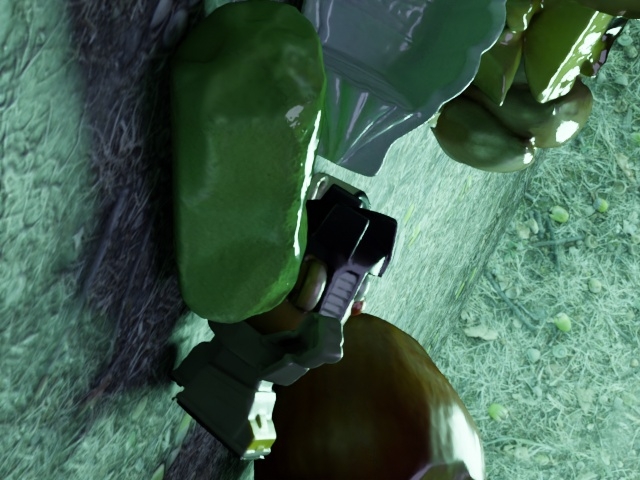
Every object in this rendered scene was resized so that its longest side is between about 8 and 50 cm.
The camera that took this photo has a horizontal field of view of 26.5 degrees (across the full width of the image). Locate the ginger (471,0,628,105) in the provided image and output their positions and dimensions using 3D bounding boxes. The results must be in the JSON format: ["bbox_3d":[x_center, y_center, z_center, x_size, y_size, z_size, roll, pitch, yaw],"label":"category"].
[{"bbox_3d":[0.238,-0.362,1.498,0.358,0.211,0.413,-163,-119,-84],"label":"ginger"}]

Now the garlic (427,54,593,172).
[{"bbox_3d":[0.271,-0.217,1.807,0.325,0.132,0.279,20,-92,60],"label":"garlic"}]

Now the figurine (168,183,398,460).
[{"bbox_3d":[-0.039,0.073,1.423,0.143,0.308,0.308,23,95,-35],"label":"figurine"}]

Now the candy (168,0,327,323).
[{"bbox_3d":[-0.068,-0.062,1.199,0.343,0.132,0.142,99,-20,-56],"label":"candy"}]

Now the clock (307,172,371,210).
[{"bbox_3d":[0.000,0.000,1.649,0.155,0.063,0.229,-56,163,-30],"label":"clock"}]

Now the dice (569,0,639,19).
[{"bbox_3d":[0.262,-0.355,1.188,0.226,0.238,0.233,-89,-156,-44],"label":"dice"}]

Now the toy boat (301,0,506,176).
[{"bbox_3d":[0.063,-0.212,1.317,0.290,0.199,0.100,-63,-161,3],"label":"toy boat"}]

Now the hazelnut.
[{"bbox_3d":[0.068,0.290,1.905,0.365,0.366,0.365,-56,164,-25],"label":"hazelnut"}]
